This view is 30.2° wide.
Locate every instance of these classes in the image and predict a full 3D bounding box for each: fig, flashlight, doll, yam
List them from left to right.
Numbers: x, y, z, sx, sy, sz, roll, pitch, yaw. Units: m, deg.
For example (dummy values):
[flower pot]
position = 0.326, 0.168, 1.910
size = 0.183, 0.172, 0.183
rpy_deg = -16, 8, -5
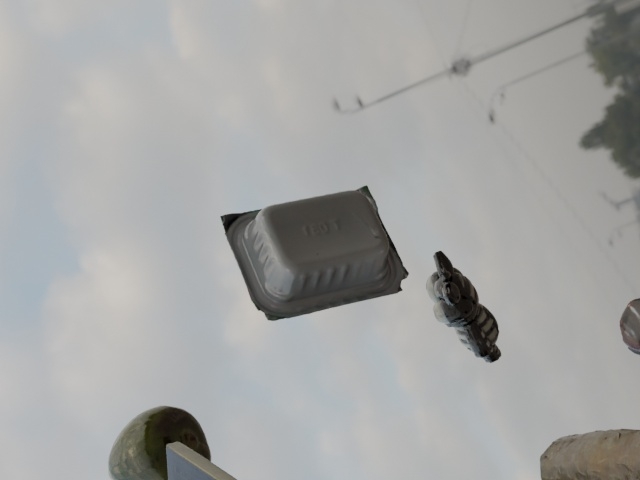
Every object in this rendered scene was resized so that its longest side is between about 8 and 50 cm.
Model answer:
[fig]
position = -0.360, 0.473, 2.593
size = 0.203, 0.225, 0.203
rpy_deg = 43, -152, -29
[doll]
position = 0.199, 0.099, 1.656
size = 0.219, 0.067, 0.091
rpy_deg = 54, -159, -45
[yam]
position = 0.283, 0.182, 0.983
size = 0.300, 0.066, 0.066
rpy_deg = -30, 80, 64
[flashlight]
position = 0.550, 0.162, 1.827
size = 0.232, 0.093, 0.093
rpy_deg = 31, -141, -41

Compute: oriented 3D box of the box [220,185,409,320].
[box]
position = 0.000, 0.000, 2.366
size = 0.106, 0.337, 0.264
rpy_deg = 111, 141, -52

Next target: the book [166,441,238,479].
[book]
position = -0.138, 0.403, 1.469
size = 0.025, 0.191, 0.269
rpy_deg = -9, -78, -31
